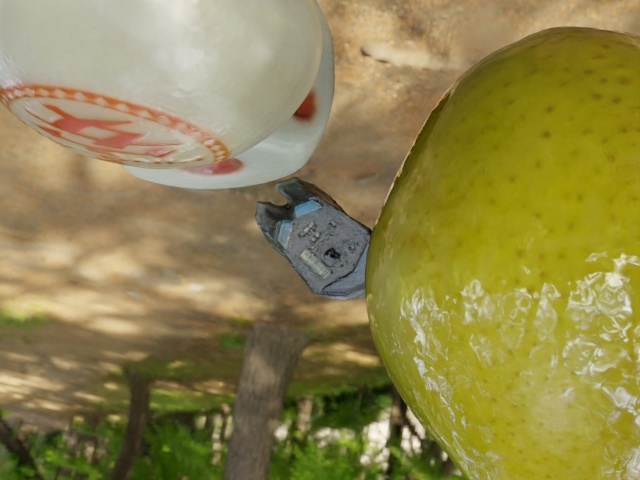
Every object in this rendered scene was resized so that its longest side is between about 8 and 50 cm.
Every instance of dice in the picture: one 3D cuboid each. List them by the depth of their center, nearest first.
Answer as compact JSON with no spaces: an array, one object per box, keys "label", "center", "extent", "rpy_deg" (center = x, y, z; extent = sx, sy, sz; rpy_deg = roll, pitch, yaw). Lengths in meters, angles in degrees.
[{"label":"dice","center":[-0.172,-0.261,1.445],"extent":[0.277,0.304,0.304],"rpy_deg":[11,164,-38]}]

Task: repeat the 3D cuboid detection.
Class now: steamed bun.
[{"label":"steamed bun","center":[-0.120,-0.120,0.567],"extent":[0.232,0.145,0.232],"rpy_deg":[19,172,3]}]

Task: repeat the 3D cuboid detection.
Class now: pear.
[{"label":"pear","center":[0.214,0.040,0.723],"extent":[0.362,0.418,0.362],"rpy_deg":[-9,173,-1]}]

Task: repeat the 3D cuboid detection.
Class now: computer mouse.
[{"label":"computer mouse","center":[0.000,0.000,0.836],"extent":[0.135,0.079,0.047],"rpy_deg":[42,-177,3]}]
